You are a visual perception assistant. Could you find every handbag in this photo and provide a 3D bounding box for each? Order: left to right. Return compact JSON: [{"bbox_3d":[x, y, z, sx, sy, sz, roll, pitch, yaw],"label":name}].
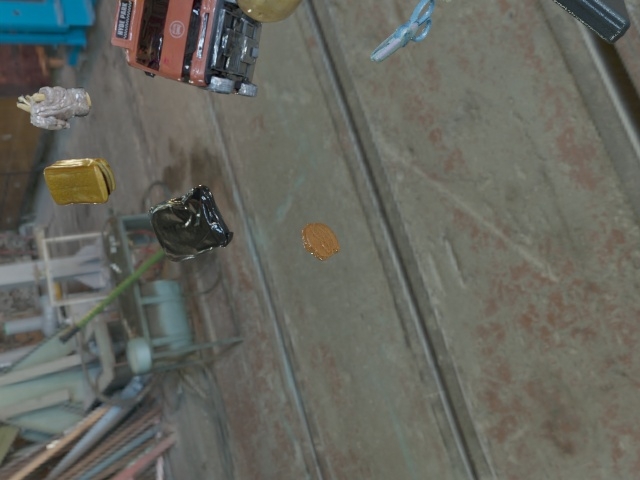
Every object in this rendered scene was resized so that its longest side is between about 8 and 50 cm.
[{"bbox_3d":[-0.388,-0.046,2.257,0.332,0.075,0.192,-17,99,45],"label":"handbag"}]

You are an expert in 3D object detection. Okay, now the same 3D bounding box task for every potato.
[{"bbox_3d":[-0.075,-0.380,1.104,0.112,0.147,0.112,17,121,31],"label":"potato"}]

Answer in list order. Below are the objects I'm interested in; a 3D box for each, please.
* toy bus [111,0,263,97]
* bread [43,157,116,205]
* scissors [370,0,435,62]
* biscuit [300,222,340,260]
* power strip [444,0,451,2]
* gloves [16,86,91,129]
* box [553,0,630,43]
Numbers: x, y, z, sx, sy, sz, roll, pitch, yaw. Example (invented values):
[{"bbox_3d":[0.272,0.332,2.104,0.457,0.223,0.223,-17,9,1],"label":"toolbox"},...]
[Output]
[{"bbox_3d":[-0.251,-0.424,1.598,0.427,0.232,0.203,-50,-28,-79],"label":"toy bus"},{"bbox_3d":[-0.649,-0.159,2.055,0.200,0.077,0.116,-1,124,25],"label":"bread"},{"bbox_3d":[0.214,-0.530,1.963,0.030,0.256,0.125,34,148,21],"label":"scissors"},{"bbox_3d":[0.000,0.000,1.907,0.019,0.130,0.102,-37,79,35],"label":"biscuit"},{"bbox_3d":[0.096,-0.393,0.854,0.058,0.338,0.098,-12,55,37],"label":"power strip"},{"bbox_3d":[-0.572,-0.287,1.654,0.110,0.144,0.094,-131,25,-78],"label":"gloves"},{"bbox_3d":[0.456,-0.430,1.313,0.160,0.230,0.050,35,124,-6],"label":"box"}]
